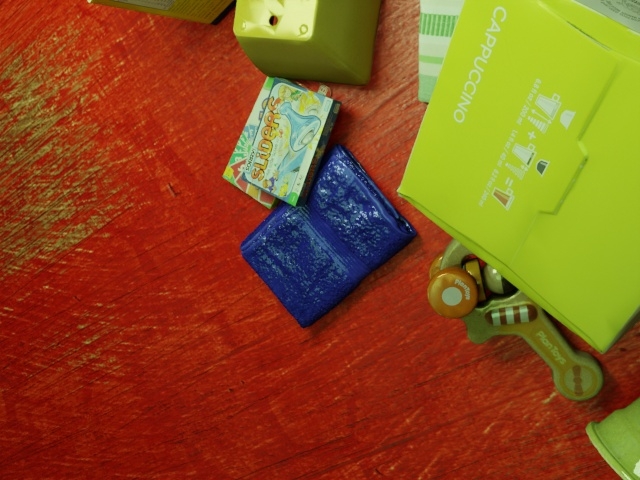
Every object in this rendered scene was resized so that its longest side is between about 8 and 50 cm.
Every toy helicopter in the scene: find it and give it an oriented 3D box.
[{"bbox_3d":[0.357,0.114,1.120,0.235,0.140,0.355,-40,93,17],"label":"toy helicopter"}]

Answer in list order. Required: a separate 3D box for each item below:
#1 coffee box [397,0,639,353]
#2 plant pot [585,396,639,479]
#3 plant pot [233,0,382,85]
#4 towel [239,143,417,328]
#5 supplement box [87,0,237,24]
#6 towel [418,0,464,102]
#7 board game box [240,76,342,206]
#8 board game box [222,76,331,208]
[{"bbox_3d":[0.355,-0.140,0.817,0.338,0.334,0.337,42,139,27],"label":"coffee box"},{"bbox_3d":[0.583,0.279,0.973,0.276,0.276,0.254,39,102,13],"label":"plant pot"},{"bbox_3d":[-0.032,-0.388,1.124,0.212,0.187,0.212,11,97,23],"label":"plant pot"},{"bbox_3d":[0.000,0.000,1.268,0.308,0.076,0.227,-44,80,26],"label":"towel"},{"bbox_3d":[-0.263,-0.517,1.127,0.194,0.356,0.195,-37,85,26],"label":"supplement box"},{"bbox_3d":[0.272,-0.357,1.032,0.248,0.038,0.325,12,128,23],"label":"towel"},{"bbox_3d":[-0.056,-0.179,1.223,0.136,0.035,0.201,26,104,28],"label":"board game box"},{"bbox_3d":[-0.086,-0.202,1.292,0.124,0.039,0.259,34,110,15],"label":"board game box"}]
